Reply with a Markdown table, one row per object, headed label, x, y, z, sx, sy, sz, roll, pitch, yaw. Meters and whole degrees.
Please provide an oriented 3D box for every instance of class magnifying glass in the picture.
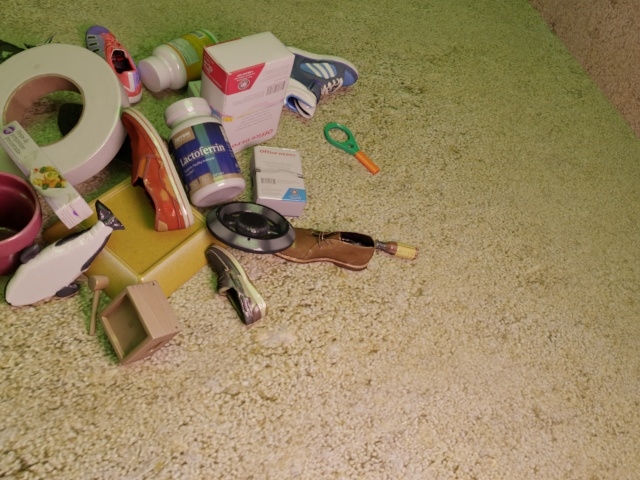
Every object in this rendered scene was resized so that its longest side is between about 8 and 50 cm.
| label | x | y | z | sx | sy | sz | roll | pitch | yaw |
| --- | --- | --- | --- | --- | --- | --- | --- | --- | --- |
| magnifying glass | 0.103 | -0.299 | 1.750 | 0.092 | 0.026 | 0.231 | -34 | 71 | -35 |

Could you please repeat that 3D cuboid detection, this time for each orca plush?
| label | x | y | z | sx | sy | sz | roll | pitch | yaw |
| --- | --- | --- | --- | --- | --- | --- | --- | --- | --- |
| orca plush | -0.582 | 0.020 | 1.198 | 0.151 | 0.287 | 0.102 | 36 | 3 | -43 |

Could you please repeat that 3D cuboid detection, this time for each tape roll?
| label | x | y | z | sx | sy | sz | roll | pitch | yaw |
| --- | --- | --- | --- | --- | --- | --- | --- | --- | --- |
| tape roll | -0.679 | -0.314 | 1.351 | 0.392 | 0.072 | 0.392 | -1 | 72 | 3 |

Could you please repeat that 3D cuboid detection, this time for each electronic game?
| label | x | y | z | sx | sy | sz | roll | pitch | yaw |
| --- | --- | --- | --- | --- | --- | --- | --- | --- | --- |
| electronic game | -0.175 | -0.035 | 1.365 | 0.229 | 0.048 | 0.229 | 13 | 30 | -8 |

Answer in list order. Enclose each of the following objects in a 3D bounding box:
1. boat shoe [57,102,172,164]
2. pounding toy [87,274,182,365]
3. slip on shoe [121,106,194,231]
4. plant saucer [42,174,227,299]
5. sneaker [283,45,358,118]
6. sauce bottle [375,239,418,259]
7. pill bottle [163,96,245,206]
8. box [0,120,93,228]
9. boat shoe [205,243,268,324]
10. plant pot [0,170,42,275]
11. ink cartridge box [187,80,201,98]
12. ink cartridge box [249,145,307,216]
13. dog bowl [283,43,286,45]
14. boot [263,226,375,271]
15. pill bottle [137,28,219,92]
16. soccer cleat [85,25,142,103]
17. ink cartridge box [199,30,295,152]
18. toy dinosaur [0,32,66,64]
| label | x | y | z | sx | sy | sz | roll | pitch | yaw |
| --- | --- | --- | --- | --- | --- | --- | --- | --- | --- |
| boat shoe | -0.551 | -0.280 | 1.454 | 0.324 | 0.122 | 0.120 | 24 | 18 | 10 |
| pounding toy | -0.424 | 0.157 | 1.178 | 0.094 | 0.181 | 0.206 | -10 | 65 | -58 |
| slip on shoe | -0.411 | -0.170 | 1.289 | 0.101 | 0.123 | 0.331 | -23 | 85 | -20 |
| plant saucer | -0.441 | -0.027 | 1.328 | 0.333 | 0.081 | 0.333 | 38 | 53 | 9 |
| sneaker | -0.011 | -0.500 | 1.801 | 0.323 | 0.130 | 0.236 | 6 | 70 | -29 |
| sauce bottle | 0.218 | 0.024 | 1.552 | 0.128 | 0.042 | 0.042 | 15 | 53 | -9 |
| pill bottle | -0.314 | -0.235 | 1.432 | 0.153 | 0.153 | 0.264 | -19 | 81 | -29 |
| box | -0.617 | -0.151 | 1.187 | 0.063 | 0.067 | 0.324 | -39 | 61 | -19 |
| boat shoe | -0.217 | 0.107 | 1.312 | 0.073 | 0.080 | 0.223 | -32 | 79 | -35 |
| plant pot | -0.709 | -0.021 | 1.163 | 0.201 | 0.180 | 0.201 | 10 | 54 | -14 |
| ink cartridge box | -0.324 | -0.442 | 1.668 | 0.150 | 0.063 | 0.109 | -17 | 64 | -28 |
| ink cartridge box | -0.124 | -0.169 | 1.538 | 0.140 | 0.082 | 0.190 | 3 | 54 | -18 |
| dog bowl | -0.217 | -0.581 | 1.702 | 0.166 | 0.074 | 0.297 | -12 | 22 | -25 |
| boot | 0.000 | 0.000 | 1.446 | 0.305 | 0.115 | 0.112 | 9 | 59 | -10 |
| pill bottle | -0.432 | -0.550 | 1.658 | 0.136 | 0.136 | 0.246 | 41 | 53 | 10 |
| soccer cleat | -0.617 | -0.555 | 1.608 | 0.109 | 0.116 | 0.318 | -18 | 65 | -29 |
| ink cartridge box | -0.220 | -0.412 | 1.530 | 0.226 | 0.306 | 0.131 | -29 | 68 | -33 |
| toy dinosaur | -0.893 | -0.510 | 1.501 | 0.314 | 0.121 | 0.160 | 5 | 43 | -11 |
